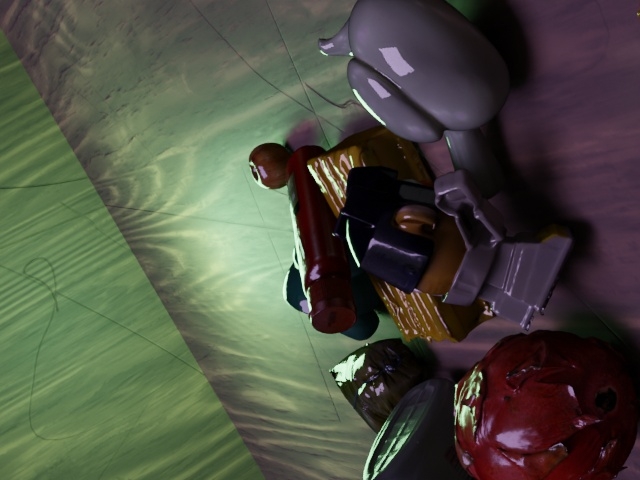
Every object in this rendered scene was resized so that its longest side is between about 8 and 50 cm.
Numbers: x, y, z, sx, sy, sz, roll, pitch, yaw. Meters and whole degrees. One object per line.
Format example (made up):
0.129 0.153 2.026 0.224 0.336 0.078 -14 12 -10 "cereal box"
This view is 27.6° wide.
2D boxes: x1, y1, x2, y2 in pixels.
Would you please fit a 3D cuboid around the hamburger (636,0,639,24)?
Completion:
0.369 -0.153 0.967 0.300 0.176 0.300 48 157 28 "hamburger"

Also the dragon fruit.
0.284 0.224 1.655 0.252 0.241 0.241 -13 113 33 "dragon fruit"

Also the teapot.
0.149 -0.166 1.525 0.318 0.149 0.220 40 -177 -19 "teapot"

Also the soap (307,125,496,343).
0.121 -0.006 1.898 0.324 0.096 0.204 61 162 -10 "soap"

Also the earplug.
0.032 0.064 2.205 0.164 0.257 0.280 11 124 14 "earplug"

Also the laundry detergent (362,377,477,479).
0.248 0.441 2.091 0.124 0.264 0.398 -26 111 43 "laundry detergent"

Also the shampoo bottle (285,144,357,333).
-0.001 0.000 2.007 0.118 0.076 0.314 106 161 -48 "shampoo bottle"

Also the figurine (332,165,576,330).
0.155 0.005 1.605 0.308 0.143 0.308 8 137 8 "figurine"

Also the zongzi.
0.150 0.298 2.252 0.274 0.125 0.251 55 167 2 "zongzi"

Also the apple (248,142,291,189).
-0.082 -0.129 2.245 0.084 0.071 0.084 51 155 36 "apple"
